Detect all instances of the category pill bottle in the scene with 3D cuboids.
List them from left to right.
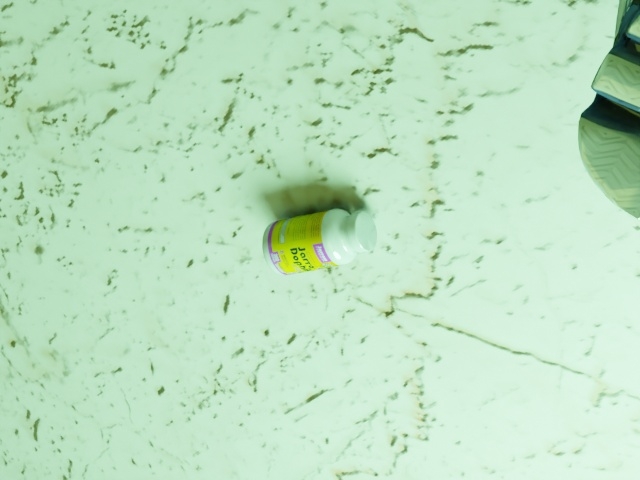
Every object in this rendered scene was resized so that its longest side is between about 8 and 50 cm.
[{"bbox_3d":[0.000,0.000,1.163,0.083,0.043,0.043,-12,122,33],"label":"pill bottle"}]

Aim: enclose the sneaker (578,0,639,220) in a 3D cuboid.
[{"bbox_3d":[0.237,-0.170,0.849,0.127,0.182,0.315,28,105,-1],"label":"sneaker"}]
